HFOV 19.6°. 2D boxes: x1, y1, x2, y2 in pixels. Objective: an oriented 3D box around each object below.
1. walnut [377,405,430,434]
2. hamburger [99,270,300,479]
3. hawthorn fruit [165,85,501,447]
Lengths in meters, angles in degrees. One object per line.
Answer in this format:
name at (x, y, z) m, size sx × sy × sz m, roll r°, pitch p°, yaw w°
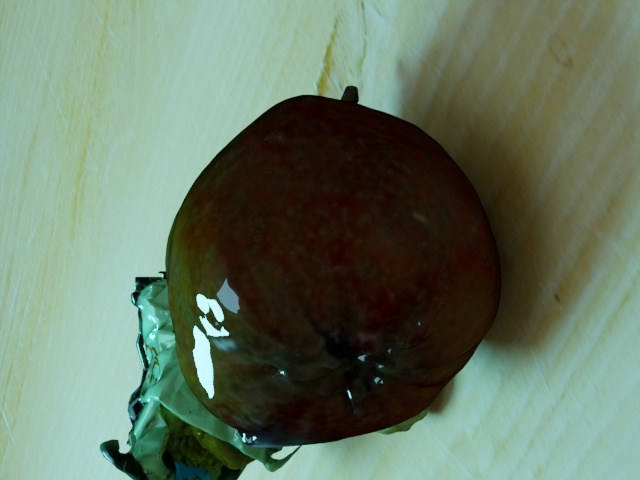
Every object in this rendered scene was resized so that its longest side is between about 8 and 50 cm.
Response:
walnut at (0.063, 0.140, 1.757) m, size 0.092 × 0.092 × 0.092 m, roll 21°, pitch 114°, yaw 60°
hamburger at (-0.084, 0.150, 1.867) m, size 0.150 × 0.260 × 0.276 m, roll 4°, pitch 82°, yaw 33°
hawthorn fruit at (-0.003, 0.016, 1.630) m, size 0.325 × 0.308 × 0.308 m, roll 50°, pitch 138°, yaw 36°
